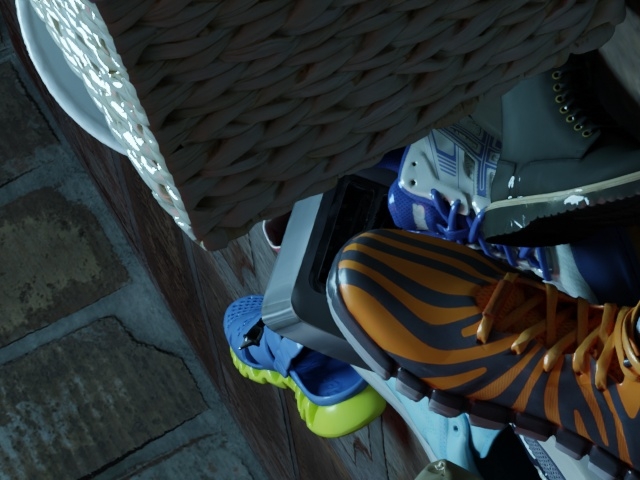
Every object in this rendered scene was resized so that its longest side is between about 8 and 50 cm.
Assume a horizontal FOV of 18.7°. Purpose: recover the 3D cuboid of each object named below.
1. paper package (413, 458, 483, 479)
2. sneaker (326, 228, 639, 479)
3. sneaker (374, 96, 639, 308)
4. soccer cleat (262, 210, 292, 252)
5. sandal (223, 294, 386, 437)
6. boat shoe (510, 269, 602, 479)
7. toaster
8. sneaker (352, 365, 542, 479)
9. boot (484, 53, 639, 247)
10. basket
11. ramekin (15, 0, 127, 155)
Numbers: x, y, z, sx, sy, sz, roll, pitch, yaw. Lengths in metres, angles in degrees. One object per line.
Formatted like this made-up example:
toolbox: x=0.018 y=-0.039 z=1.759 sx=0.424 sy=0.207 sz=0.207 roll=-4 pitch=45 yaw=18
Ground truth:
paper package: x=0.161 y=0.382 z=1.666 sx=0.309 sy=0.168 sz=0.325 roll=33 pitch=152 yaw=12
sneaker: x=0.166 y=0.052 z=1.208 sx=0.321 sy=0.125 sz=0.180 roll=26 pitch=147 yaw=1
sneaker: x=0.122 y=-0.021 z=1.373 sx=0.296 sy=0.131 sz=0.112 roll=49 pitch=160 yaw=45
soccer cleat: x=0.000 y=0.000 z=1.961 sx=0.109 sy=0.116 sz=0.318 roll=54 pitch=165 yaw=37
sandal: x=-0.027 y=0.117 z=2.357 sx=0.317 sy=0.126 sz=0.138 roll=27 pitch=140 yaw=57
boat shoe: x=0.238 y=0.174 z=1.387 sx=0.340 sy=0.127 sz=0.158 roll=57 pitch=-177 yaw=29
toaster: x=0.051 y=0.021 z=1.505 sx=0.168 sy=0.186 sz=0.110 roll=20 pitch=170 yaw=-10
sneaker: x=0.129 y=0.119 z=1.688 sx=0.366 sy=0.135 sz=0.150 roll=55 pitch=161 yaw=-5
boot: x=0.168 y=-0.076 z=1.216 sx=0.198 sy=0.077 sz=0.137 roll=-13 pitch=73 yaw=52
basket: x=-0.036 y=-0.233 z=1.120 sx=0.331 sy=0.328 sz=0.266 roll=54 pitch=167 yaw=35
ramekin: x=-0.072 y=-0.192 z=1.433 sx=0.277 sy=0.277 sz=0.135 roll=62 pitch=-164 yaw=4
